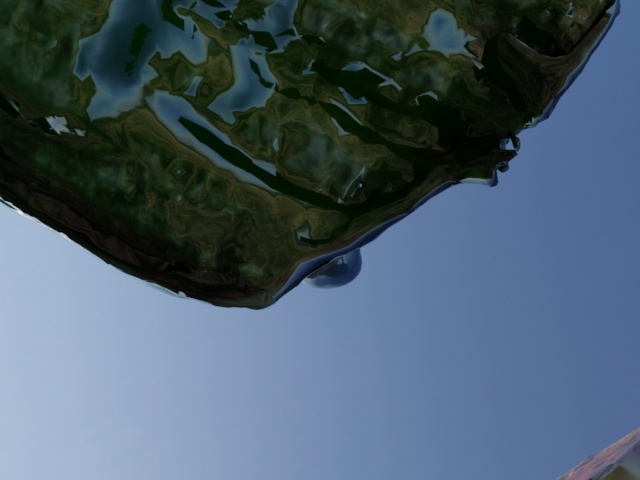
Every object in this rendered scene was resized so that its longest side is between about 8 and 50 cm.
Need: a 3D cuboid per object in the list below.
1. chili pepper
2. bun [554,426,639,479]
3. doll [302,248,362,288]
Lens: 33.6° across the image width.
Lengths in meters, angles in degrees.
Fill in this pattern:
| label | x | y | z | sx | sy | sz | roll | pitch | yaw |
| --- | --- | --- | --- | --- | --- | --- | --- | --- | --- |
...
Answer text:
| label | x | y | z | sx | sy | sz | roll | pitch | yaw |
| --- | --- | --- | --- | --- | --- | --- | --- | --- | --- |
| chili pepper | -0.075 | -0.098 | 0.462 | 0.167 | 0.385 | 0.213 | -96 | -159 | -76 |
| bun | 0.161 | 0.253 | 0.680 | 0.299 | 0.299 | 0.165 | -41 | -107 | 24 |
| doll | 0.000 | 0.000 | 0.881 | 0.050 | 0.076 | 0.083 | 178 | -101 | -69 |
